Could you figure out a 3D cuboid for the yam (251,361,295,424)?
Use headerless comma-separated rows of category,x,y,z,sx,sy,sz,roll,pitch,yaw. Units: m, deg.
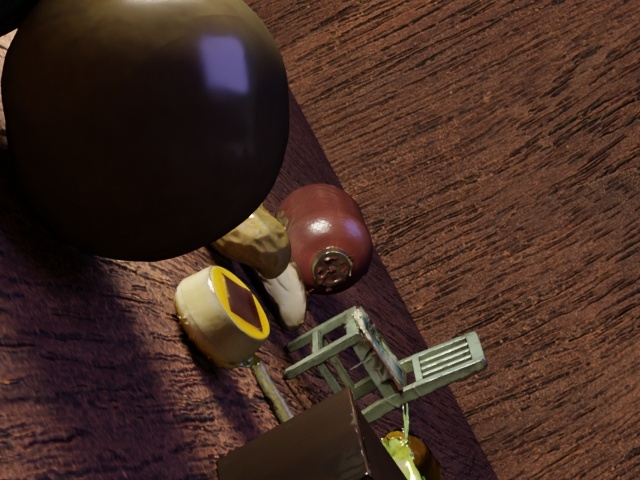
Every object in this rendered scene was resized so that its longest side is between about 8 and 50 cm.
yam,-0.029,0.261,1.843,0.234,0.029,0.027,61,19,12

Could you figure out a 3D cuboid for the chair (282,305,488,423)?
chair,0.091,0.168,2.069,0.147,0.270,0.136,59,9,-13

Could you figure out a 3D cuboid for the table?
table,0.015,0.301,1.461,0.193,0.169,0.172,56,9,-24

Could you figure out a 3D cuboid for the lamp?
lamp,0.000,0.000,2.509,0.180,0.180,0.258,57,7,-25

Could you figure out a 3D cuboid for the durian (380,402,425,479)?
durian,0.097,0.385,1.681,0.157,0.170,0.355,52,13,-38

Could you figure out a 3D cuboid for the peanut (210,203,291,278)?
peanut,-0.128,-0.046,2.039,0.233,0.110,0.197,62,3,13

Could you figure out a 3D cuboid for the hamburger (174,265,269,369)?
hamburger,-0.120,0.098,1.680,0.141,0.081,0.126,27,29,-54

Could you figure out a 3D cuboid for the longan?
longan,-0.178,-0.130,1.387,0.319,0.319,0.319,58,8,-13

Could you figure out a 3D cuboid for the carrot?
carrot,0.159,0.385,2.407,0.173,0.082,0.082,50,13,-48

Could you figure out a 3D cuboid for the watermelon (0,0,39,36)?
watermelon,-0.334,-0.336,1.402,0.293,0.283,0.250,40,8,29

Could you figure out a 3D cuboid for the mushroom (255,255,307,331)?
mushroom,-0.077,0.040,2.195,0.209,0.072,0.094,59,-1,-8
